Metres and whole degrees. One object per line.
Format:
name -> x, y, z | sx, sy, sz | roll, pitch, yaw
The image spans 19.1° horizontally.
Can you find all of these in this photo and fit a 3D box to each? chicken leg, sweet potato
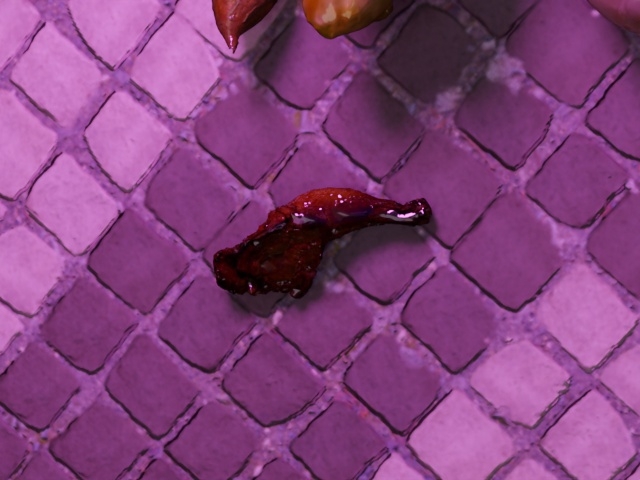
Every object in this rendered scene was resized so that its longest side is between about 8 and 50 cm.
chicken leg -> -0.005, -0.004, 1.692 | 0.205, 0.053, 0.093 | -28, 116, 26
sweet potato -> -0.051, -0.269, 1.647 | 0.068, 0.068, 0.226 | 17, 89, 12

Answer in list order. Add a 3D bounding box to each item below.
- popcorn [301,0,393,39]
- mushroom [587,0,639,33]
popcorn -> 0.039, -0.273, 1.554 | 0.198, 0.198, 0.212 | 20, 113, 11
mushroom -> 0.279, -0.254, 1.481 | 0.204, 0.204, 0.204 | 3, 102, 15
